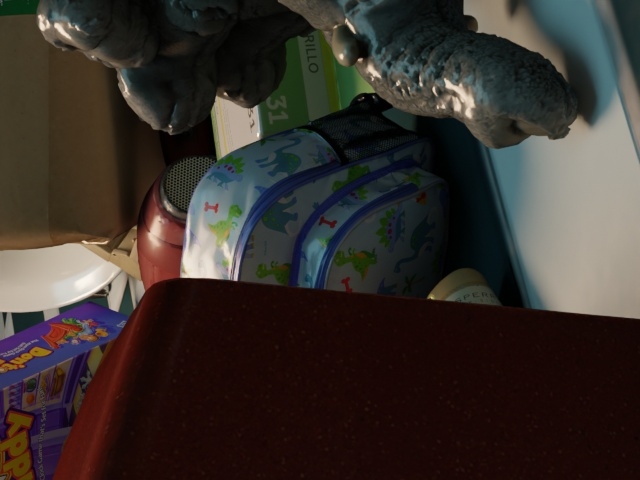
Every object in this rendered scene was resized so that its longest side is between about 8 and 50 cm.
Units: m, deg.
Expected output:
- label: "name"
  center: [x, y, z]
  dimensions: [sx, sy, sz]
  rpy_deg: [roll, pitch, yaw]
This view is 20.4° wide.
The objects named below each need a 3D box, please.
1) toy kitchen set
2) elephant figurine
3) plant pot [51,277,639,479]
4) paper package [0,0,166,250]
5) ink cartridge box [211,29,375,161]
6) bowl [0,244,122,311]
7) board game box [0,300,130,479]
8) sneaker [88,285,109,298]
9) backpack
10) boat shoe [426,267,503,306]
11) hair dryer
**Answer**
- label: "toy kitchen set"
  center: [-0.158, -0.026, 1.438]
  dimensions: [0.068, 0.083, 0.075]
  rpy_deg: [-58, 0, -25]
- label: "elephant figurine"
  center: [-0.001, -0.139, 0.736]
  dimensions: [0.239, 0.186, 0.169]
  rpy_deg: [-10, 44, 54]
- label: "plant pot"
  center: [0.011, 0.152, 0.616]
  dimensions: [0.267, 0.267, 0.236]
  rpy_deg: [130, 144, -68]
- label: "paper package"
  center: [-0.208, -0.159, 1.235]
  dimensions: [0.309, 0.168, 0.325]
  rpy_deg: [-65, -30, -85]
- label: "ink cartridge box"
  center: [-0.018, -0.136, 0.930]
  dimensions: [0.235, 0.056, 0.171]
  rpy_deg: [139, 124, -73]
- label: "bowl"
  center: [-0.294, -0.081, 1.574]
  dimensions: [0.298, 0.298, 0.134]
  rpy_deg: [101, 180, -46]
- label: "board game box"
  center: [-0.255, 0.256, 1.568]
  dimensions: [0.078, 0.233, 0.347]
  rpy_deg: [18, 118, 36]
- label: "sneaker"
  center: [-0.230, 0.011, 1.735]
  dimensions: [0.170, 0.068, 0.071]
  rpy_deg: [138, 139, -60]
- label: "backpack"
  center: [0.000, 0.000, 0.805]
  dimensions: [0.084, 0.114, 0.105]
  rpy_deg: [38, 133, 41]
- label: "boat shoe"
  center: [0.051, 0.062, 0.782]
  dimensions: [0.135, 0.050, 0.045]
  rpy_deg: [120, 145, -48]
- label: "hair dryer"
  center: [-0.076, -0.053, 1.177]
  dimensions: [0.223, 0.080, 0.293]
  rpy_deg: [-89, 2, -74]
